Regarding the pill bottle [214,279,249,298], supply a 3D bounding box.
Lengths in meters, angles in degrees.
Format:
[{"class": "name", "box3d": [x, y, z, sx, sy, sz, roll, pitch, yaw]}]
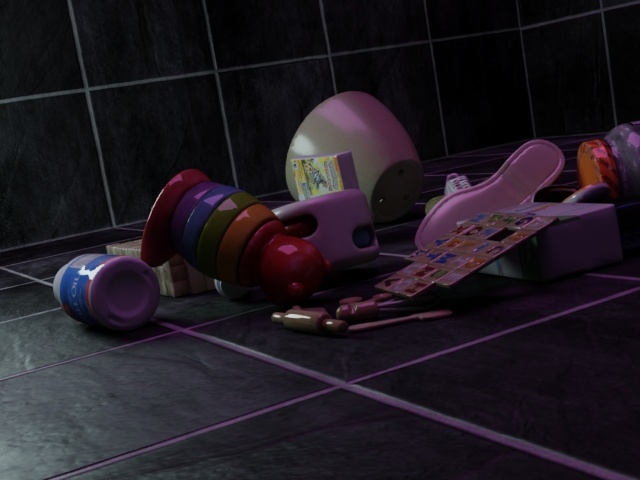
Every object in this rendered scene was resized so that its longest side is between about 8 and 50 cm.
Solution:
[{"class": "pill bottle", "box3d": [-0.155, 0.068, 1.705, 0.065, 0.065, 0.116, -11, 7, -7]}]

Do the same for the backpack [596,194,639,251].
[{"class": "backpack", "box3d": [0.471, -0.024, 1.533, 0.105, 0.084, 0.114, -13, 4, -19]}]

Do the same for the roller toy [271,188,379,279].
[{"class": "roller toy", "box3d": [0.000, 0.000, 1.713, 0.209, 0.146, 0.191, -14, -2, -15]}]

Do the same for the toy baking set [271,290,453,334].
[{"class": "toy baking set", "box3d": [0.056, 0.096, 1.373, 0.197, 0.030, 0.256, -14, 9, -32]}]

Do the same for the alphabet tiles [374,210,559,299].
[{"class": "alphabet tiles", "box3d": [0.199, 0.018, 1.405, 0.237, 0.009, 0.198, -30, 15, -18]}]

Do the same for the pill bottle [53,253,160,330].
[{"class": "pill bottle", "box3d": [-0.371, 0.085, 1.638, 0.124, 0.124, 0.221, -15, 8, -33]}]

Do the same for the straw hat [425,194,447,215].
[{"class": "straw hat", "box3d": [0.263, -0.021, 1.841, 0.145, 0.144, 0.061, -4, 50, 34]}]

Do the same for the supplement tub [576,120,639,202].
[{"class": "supplement tub", "box3d": [0.616, -0.120, 1.660, 0.316, 0.193, 0.193, -10, 8, 1]}]

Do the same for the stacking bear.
[{"class": "stacking bear", "box3d": [-0.123, 0.011, 1.573, 0.289, 0.164, 0.175, 27, 33, 22]}]

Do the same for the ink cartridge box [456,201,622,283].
[{"class": "ink cartridge box", "box3d": [0.336, -0.001, 1.509, 0.154, 0.093, 0.212, -14, 7, -23]}]

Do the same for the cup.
[{"class": "cup", "box3d": [0.115, -0.171, 2.376, 0.331, 0.331, 0.237, -15, 36, -34]}]

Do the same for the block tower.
[{"class": "block tower", "box3d": [-0.326, 0.050, 1.942, 0.091, 0.097, 0.335, -14, 8, -34]}]

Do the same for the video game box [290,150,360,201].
[{"class": "video game box", "box3d": [0.020, -0.086, 2.103, 0.048, 0.205, 0.187, -20, 11, -34]}]

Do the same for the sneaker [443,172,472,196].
[{"class": "sneaker", "box3d": [0.325, -0.099, 2.228, 0.090, 0.094, 0.235, -8, 9, -4]}]

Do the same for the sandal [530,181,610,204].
[{"class": "sandal", "box3d": [0.412, -0.066, 1.647, 0.102, 0.076, 0.265, -16, -16, -15]}]

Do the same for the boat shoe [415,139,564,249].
[{"class": "boat shoe", "box3d": [0.303, -0.056, 1.741, 0.324, 0.116, 0.096, -38, -20, -15]}]
